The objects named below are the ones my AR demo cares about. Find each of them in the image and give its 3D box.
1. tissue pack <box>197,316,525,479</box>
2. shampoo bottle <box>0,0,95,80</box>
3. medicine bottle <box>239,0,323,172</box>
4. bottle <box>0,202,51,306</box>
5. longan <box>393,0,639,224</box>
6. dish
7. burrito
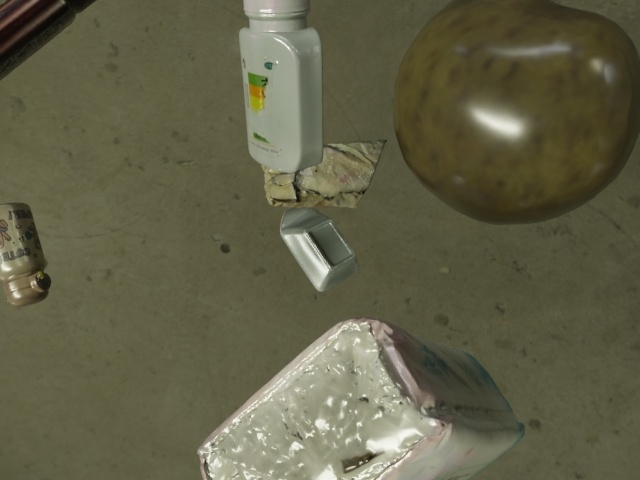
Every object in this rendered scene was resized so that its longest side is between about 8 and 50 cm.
[{"bbox_3d":[0.053,0.180,0.479,0.201,0.271,0.124,-45,57,11],"label":"tissue pack"},{"bbox_3d":[-0.496,-0.338,0.866,0.323,0.129,0.084,-48,114,-15],"label":"shampoo bottle"},{"bbox_3d":[-0.067,-0.274,0.905,0.161,0.111,0.296,31,131,39],"label":"medicine bottle"},{"bbox_3d":[-0.624,0.031,1.112,0.110,0.097,0.209,-21,86,19],"label":"bottle"},{"bbox_3d":[0.315,-0.218,0.894,0.404,0.336,0.405,1,91,30],"label":"longan"},{"bbox_3d":[0.000,0.000,1.377,0.234,0.154,0.064,55,144,10],"label":"dish"},{"bbox_3d":[0.022,-0.150,1.237,0.107,0.347,0.175,-31,69,60],"label":"burrito"}]
